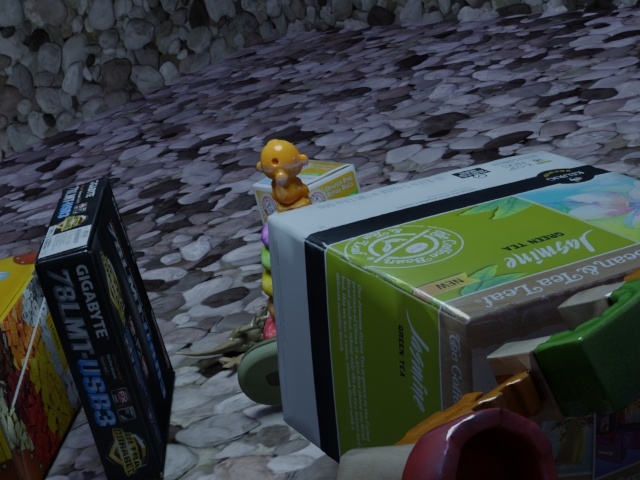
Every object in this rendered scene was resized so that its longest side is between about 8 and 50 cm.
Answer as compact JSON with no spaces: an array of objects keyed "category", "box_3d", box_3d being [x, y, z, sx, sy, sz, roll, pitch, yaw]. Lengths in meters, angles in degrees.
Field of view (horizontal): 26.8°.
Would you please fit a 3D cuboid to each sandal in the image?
[{"category":"sandal","box_3d":[0.047,0.151,1.564,0.303,0.120,0.086,-17,30,16]}]

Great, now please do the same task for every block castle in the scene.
[{"category":"block castle","box_3d":[0.264,0.162,0.886,0.453,0.303,0.213,-29,5,-31]}]

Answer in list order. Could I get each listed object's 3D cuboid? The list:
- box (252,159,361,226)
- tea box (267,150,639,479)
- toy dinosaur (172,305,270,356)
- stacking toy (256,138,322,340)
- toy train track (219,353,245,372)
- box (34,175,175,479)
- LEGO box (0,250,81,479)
[{"category":"box","box_3d":[0.000,0.000,1.858,0.103,0.203,0.114,-27,22,-31]},{"category":"tea box","box_3d":[0.172,0.080,1.197,0.329,0.220,0.323,-15,23,-28]},{"category":"toy dinosaur","box_3d":[-0.107,0.135,1.823,0.093,0.053,0.183,-20,5,40]},{"category":"stacking toy","box_3d":[-0.019,0.014,1.683,0.175,0.301,0.166,-8,20,22]},{"category":"toy train track","box_3d":[-0.096,0.165,1.762,0.083,0.014,0.048,5,19,32]},{"category":"box","box_3d":[-0.253,0.101,1.626,0.073,0.295,0.293,-14,18,2]},{"category":"LEGO box","box_3d":[-0.584,0.205,1.741,0.500,0.193,0.372,-12,19,9]}]
